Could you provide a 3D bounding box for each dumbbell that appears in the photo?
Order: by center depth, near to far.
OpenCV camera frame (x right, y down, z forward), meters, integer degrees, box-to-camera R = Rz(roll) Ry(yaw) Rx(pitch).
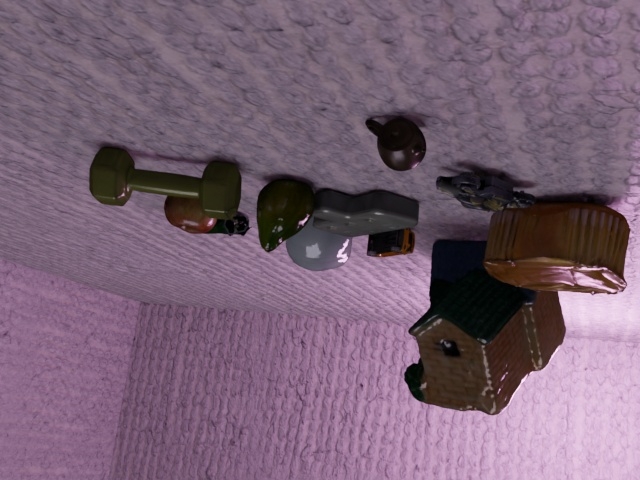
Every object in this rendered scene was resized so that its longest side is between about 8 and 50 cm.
[{"bbox_3d":[-0.314,-0.116,1.594,0.301,0.121,0.108,7,139,1],"label":"dumbbell"}]

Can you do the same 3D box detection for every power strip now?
[{"bbox_3d":[0.069,-0.060,1.729,0.193,0.059,0.265,15,166,-31],"label":"power strip"}]

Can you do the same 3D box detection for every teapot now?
[{"bbox_3d":[0.119,-0.160,1.232,0.121,0.076,0.068,34,170,29],"label":"teapot"}]

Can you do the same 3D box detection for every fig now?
[{"bbox_3d":[-0.080,-0.050,1.642,0.123,0.156,0.123,12,165,3],"label":"fig"}]

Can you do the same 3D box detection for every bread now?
[{"bbox_3d":[0.479,0.005,1.578,0.288,0.156,0.204,-2,157,47],"label":"bread"}]

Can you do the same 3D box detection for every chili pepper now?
[{"bbox_3d":[-0.285,-0.040,2.049,0.088,0.059,0.227,1,179,-45],"label":"chili pepper"}]

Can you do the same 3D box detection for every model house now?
[{"bbox_3d":[0.372,0.176,1.914,0.334,0.343,0.382,1,-153,36],"label":"model house"}]

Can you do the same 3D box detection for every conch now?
[{"bbox_3d":[0.002,0.005,1.986,0.185,0.121,0.221,-26,154,11],"label":"conch"}]

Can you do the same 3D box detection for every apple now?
[{"bbox_3d":[-0.292,-0.072,1.792,0.126,0.102,0.126,12,166,3],"label":"apple"}]

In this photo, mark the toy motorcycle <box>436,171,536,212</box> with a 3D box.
[{"bbox_3d":[0.300,-0.088,1.463,0.193,0.061,0.124,13,169,-29],"label":"toy motorcycle"}]

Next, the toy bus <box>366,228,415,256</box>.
[{"bbox_3d":[0.179,0.005,1.932,0.074,0.070,0.162,13,168,-28],"label":"toy bus"}]
